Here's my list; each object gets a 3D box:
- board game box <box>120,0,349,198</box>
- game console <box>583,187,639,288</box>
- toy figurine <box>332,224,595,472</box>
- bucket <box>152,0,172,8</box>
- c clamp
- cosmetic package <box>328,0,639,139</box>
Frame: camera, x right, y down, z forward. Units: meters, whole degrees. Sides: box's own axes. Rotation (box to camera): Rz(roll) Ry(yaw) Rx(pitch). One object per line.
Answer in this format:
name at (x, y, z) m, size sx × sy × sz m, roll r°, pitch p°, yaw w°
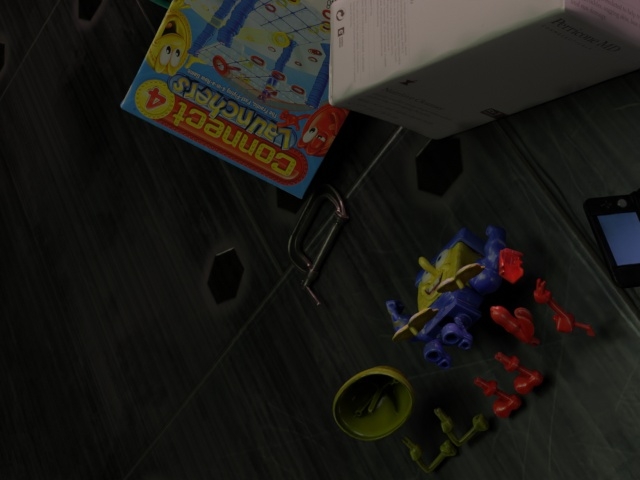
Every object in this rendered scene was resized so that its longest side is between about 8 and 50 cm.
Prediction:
board game box at (-0.090, -0.265, 1.903) m, size 0.302 × 0.308 × 0.086 m, roll -61°, pitch 9°, yaw 18°
game console at (0.378, -0.017, 1.489) m, size 0.071 × 0.107 × 0.122 m, roll 111°, pitch 149°, yaw -55°
toy figurine at (0.179, 0.101, 1.671) m, size 0.362 × 0.191 × 0.217 m, roll -51°, pitch 17°, yaw 36°
bucket at (-0.225, -0.528, 2.211) m, size 0.281 × 0.183 × 0.281 m, roll -15°, pitch 70°, yaw 46°
c clamp at (0.000, 0.000, 1.948) m, size 0.137 × 0.022 × 0.160 m, roll 41°, pitch 112°, yaw 51°
cosmetic package at (0.214, -0.266, 1.627) m, size 0.385 × 0.217 × 0.156 m, roll -16°, pitch 68°, yaw 48°
